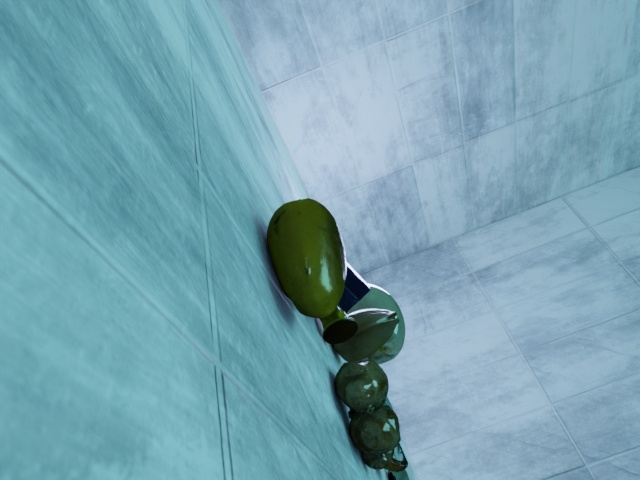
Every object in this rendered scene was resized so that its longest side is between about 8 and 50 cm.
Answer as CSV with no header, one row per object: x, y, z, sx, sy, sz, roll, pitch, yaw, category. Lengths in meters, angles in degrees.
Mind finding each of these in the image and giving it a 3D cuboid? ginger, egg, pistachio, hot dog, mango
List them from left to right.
-0.025,0.043,1.221,0.365,0.182,0.252,-107,175,-57,mango
0.160,0.319,1.732,0.162,0.261,0.212,59,-6,10,pistachio
0.135,0.488,1.391,0.244,0.155,0.304,78,0,-71,ginger
0.205,0.334,2.064,0.278,0.278,0.336,64,10,-45,egg
0.207,0.659,1.643,0.160,0.099,0.226,59,9,-68,hot dog

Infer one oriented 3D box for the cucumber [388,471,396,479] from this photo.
0.255,0.862,1.704,0.033,0.034,0.135,50,6,-18,cucumber

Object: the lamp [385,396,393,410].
0.212,0.625,1.846,0.179,0.108,0.246,-113,-179,-83,lamp

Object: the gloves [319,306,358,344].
0.014,0.192,1.636,0.133,0.116,0.294,76,-10,-45,gloves

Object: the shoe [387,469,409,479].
0.290,0.897,1.829,0.078,0.079,0.195,-9,-61,55,shoe

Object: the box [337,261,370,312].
0.020,0.081,1.512,0.279,0.116,0.261,45,1,6,box
